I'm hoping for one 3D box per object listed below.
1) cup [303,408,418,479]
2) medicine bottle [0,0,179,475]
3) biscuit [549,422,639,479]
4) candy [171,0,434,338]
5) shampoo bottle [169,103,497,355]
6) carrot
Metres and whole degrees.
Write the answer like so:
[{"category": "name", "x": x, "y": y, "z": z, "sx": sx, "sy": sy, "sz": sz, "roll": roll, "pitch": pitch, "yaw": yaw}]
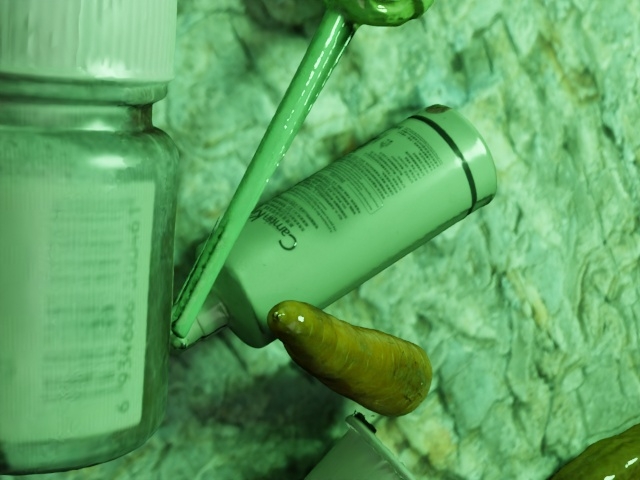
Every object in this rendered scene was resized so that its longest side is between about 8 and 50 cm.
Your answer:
[{"category": "cup", "x": 0.010, "y": 0.296, "z": 0.732, "sx": 0.274, "sy": 0.253, "sz": 0.253, "roll": -40, "pitch": 118, "yaw": -7}, {"category": "medicine bottle", "x": -0.161, "y": -0.023, "z": 0.590, "sx": 0.165, "sy": 0.165, "sz": 0.273, "roll": -1, "pitch": 101, "yaw": -29}, {"category": "biscuit", "x": 0.288, "y": 0.325, "z": 0.982, "sx": 0.359, "sy": 0.074, "sz": 0.381, "roll": 39, "pitch": 79, "yaw": -32}, {"category": "candy", "x": -0.015, "y": -0.087, "z": 0.683, "sx": 0.093, "sy": 0.092, "sz": 0.335, "roll": 41, "pitch": 71, "yaw": -52}, {"category": "shampoo bottle", "x": 0.000, "y": 0.000, "z": 0.732, "sx": 0.262, "sy": 0.085, "sz": 0.085, "roll": -32, "pitch": 115, "yaw": -20}, {"category": "carrot", "x": 0.015, "y": 0.076, "z": 0.720, "sx": 0.061, "sy": 0.061, "sz": 0.210, "roll": -62, "pitch": 150, "yaw": -4}]
